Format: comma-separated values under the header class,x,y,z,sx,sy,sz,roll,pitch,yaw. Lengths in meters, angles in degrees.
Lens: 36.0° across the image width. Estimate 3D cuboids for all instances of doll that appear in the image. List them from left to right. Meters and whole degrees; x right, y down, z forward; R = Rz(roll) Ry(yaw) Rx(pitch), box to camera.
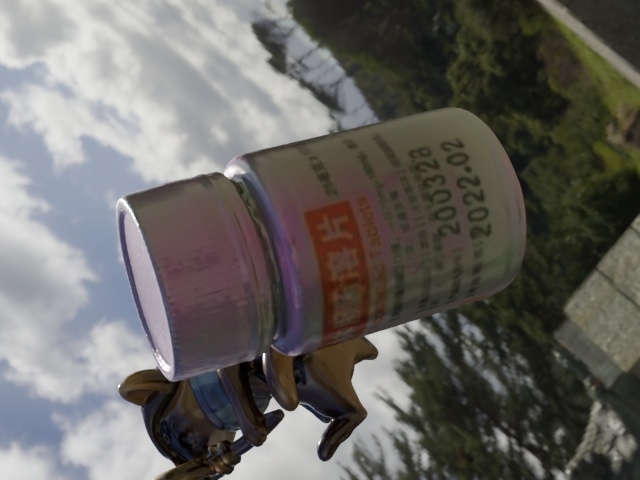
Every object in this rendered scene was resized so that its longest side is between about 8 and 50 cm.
class,x,y,z,sx,sy,sz,roll,pitch,yaw
doll,-0.098,0.225,1.401,0.209,0.340,0.318,70,-159,-7

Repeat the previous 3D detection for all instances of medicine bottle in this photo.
class,x,y,z,sx,sy,sz,roll,pitch,yaw
medicine bottle,0.000,0.000,1.035,0.388,0.219,0.219,-14,-143,-20
